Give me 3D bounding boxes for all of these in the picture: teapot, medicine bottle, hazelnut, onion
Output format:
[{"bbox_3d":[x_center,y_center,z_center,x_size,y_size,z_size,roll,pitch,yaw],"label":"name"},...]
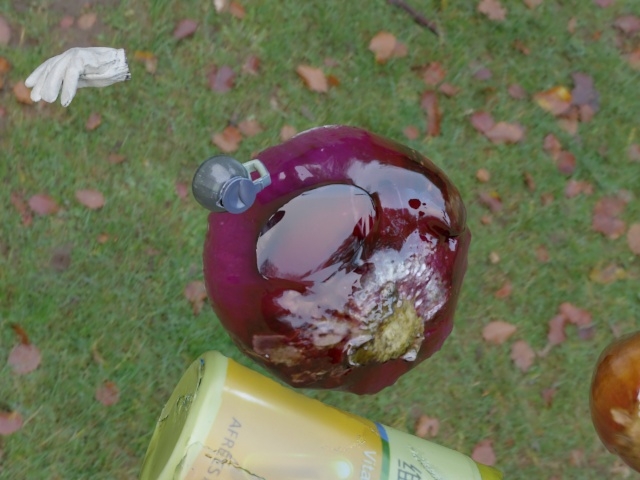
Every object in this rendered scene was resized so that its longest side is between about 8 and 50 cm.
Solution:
[{"bbox_3d":[-0.096,-0.063,1.235,0.088,0.066,0.057,-29,39,-23],"label":"teapot"},{"bbox_3d":[0.008,0.167,0.701,0.239,0.124,0.124,22,62,-13],"label":"medicine bottle"},{"bbox_3d":[0.365,0.167,1.170,0.182,0.182,0.182,9,66,-19],"label":"hazelnut"},{"bbox_3d":[0.000,0.000,1.619,0.399,0.420,0.398,-8,114,-20],"label":"onion"}]

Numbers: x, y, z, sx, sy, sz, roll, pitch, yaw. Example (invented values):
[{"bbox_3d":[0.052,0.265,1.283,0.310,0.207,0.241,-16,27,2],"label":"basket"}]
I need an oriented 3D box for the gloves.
[{"bbox_3d":[-0.156,-0.112,0.731,0.081,0.044,0.037,-24,86,-12],"label":"gloves"}]
